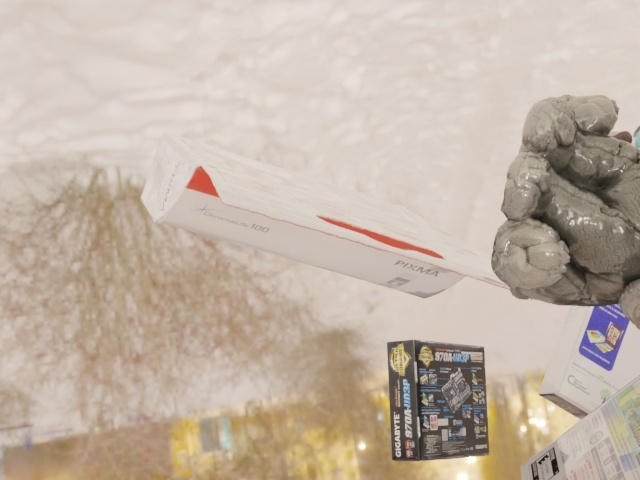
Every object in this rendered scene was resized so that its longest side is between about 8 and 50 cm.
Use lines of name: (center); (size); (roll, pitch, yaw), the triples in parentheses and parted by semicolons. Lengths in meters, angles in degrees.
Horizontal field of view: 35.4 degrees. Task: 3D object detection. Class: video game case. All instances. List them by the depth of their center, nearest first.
video game case: (0.351, 0.233, 1.101); (0.300, 0.036, 0.329); (-41, -179, 12)

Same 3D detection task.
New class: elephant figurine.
elephant figurine: (0.246, -0.001, 0.671); (0.239, 0.169, 0.186); (14, -169, 17)

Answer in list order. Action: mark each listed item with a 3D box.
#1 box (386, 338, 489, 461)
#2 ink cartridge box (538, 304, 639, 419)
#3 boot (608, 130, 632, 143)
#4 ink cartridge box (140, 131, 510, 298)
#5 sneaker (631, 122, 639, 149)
box: (0.183, 0.244, 1.525); (0.051, 0.175, 0.220); (-9, 168, 36)
ink cartridge box: (0.464, 0.124, 1.529); (0.165, 0.333, 0.065); (31, 160, -11)
boot: (0.254, -0.086, 1.015); (0.118, 0.042, 0.087); (-13, 179, -26)
ink cartridge box: (0.000, 0.000, 0.984); (0.308, 0.091, 0.385); (17, -171, -19)
sneaker: (0.607, -0.151, 1.499); (0.275, 0.107, 0.110); (-7, -178, 10)
